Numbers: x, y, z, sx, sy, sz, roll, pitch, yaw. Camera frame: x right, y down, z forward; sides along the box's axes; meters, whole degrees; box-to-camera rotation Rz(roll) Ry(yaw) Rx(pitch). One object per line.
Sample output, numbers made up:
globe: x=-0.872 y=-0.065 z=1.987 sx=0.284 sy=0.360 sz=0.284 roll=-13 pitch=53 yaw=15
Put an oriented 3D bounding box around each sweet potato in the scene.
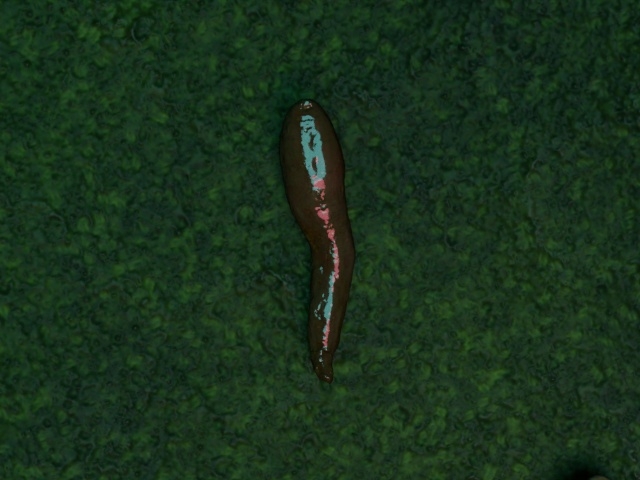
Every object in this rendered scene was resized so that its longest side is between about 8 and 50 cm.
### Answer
sweet potato: x=0.000 y=0.000 z=0.639 sx=0.050 sy=0.050 sz=0.214 roll=-7 pitch=100 yaw=-3

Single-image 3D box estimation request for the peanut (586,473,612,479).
peanut: x=0.225 y=0.261 z=0.667 sx=0.076 sy=0.076 sz=0.152 roll=-9 pitch=92 yaw=-3
